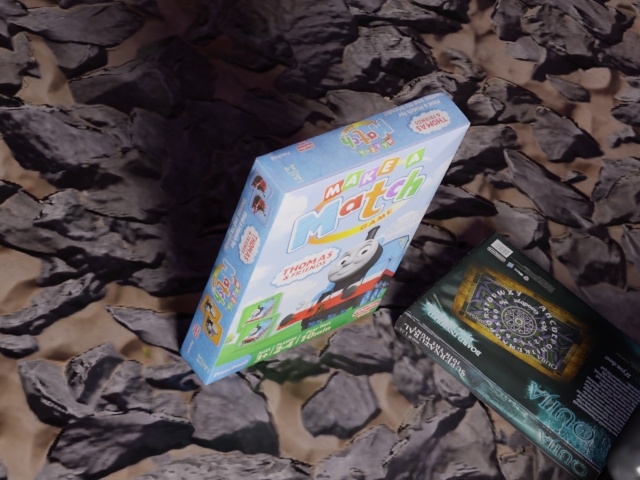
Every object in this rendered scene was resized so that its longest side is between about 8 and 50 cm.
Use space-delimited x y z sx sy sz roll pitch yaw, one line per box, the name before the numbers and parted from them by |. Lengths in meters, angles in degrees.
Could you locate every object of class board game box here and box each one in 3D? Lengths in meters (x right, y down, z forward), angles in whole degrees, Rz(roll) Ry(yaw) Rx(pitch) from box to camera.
board game box | 0.162 0.085 1.412 0.186 0.026 0.126 40 49 15
board game box | 0.000 0.000 1.299 0.160 0.211 0.039 -22 61 -33

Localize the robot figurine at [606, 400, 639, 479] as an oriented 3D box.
robot figurine | 0.299 0.199 1.262 0.209 0.173 0.278 20 42 28
